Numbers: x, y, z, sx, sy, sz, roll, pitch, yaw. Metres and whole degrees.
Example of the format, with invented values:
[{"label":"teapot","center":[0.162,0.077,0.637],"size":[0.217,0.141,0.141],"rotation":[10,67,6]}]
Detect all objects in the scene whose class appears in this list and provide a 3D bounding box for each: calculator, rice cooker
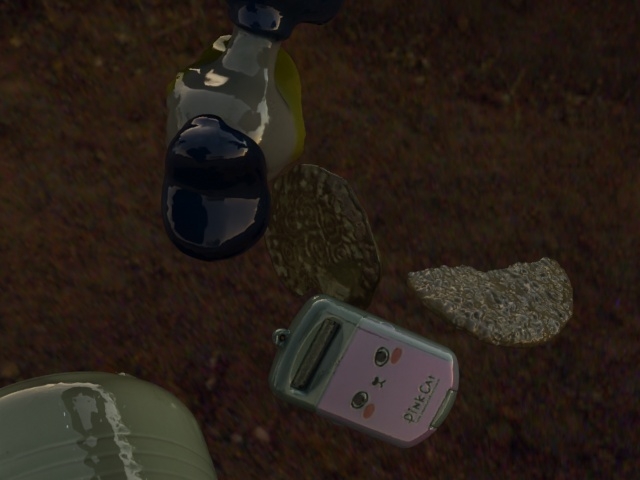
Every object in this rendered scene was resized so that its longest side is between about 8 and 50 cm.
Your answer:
[{"label":"calculator","center":[0.050,0.158,1.614],"size":[0.246,0.045,0.141],"rotation":[25,99,-18]},{"label":"rice cooker","center":[-0.153,0.223,0.852],"size":[0.226,0.226,0.244],"rotation":[-26,52,-3]}]

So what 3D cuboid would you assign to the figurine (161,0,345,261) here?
[{"label":"figurine","center":[-0.048,-0.157,0.753],"size":[0.283,0.204,0.338],"rotation":[5,77,41]}]

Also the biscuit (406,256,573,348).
[{"label":"biscuit","center":[0.237,0.081,1.703],"size":[0.250,0.032,0.133],"rotation":[-3,46,-32]}]

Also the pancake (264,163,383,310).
[{"label":"pancake","center":[0.000,0.000,1.807],"size":[0.029,0.212,0.235],"rotation":[-19,35,-38]}]
